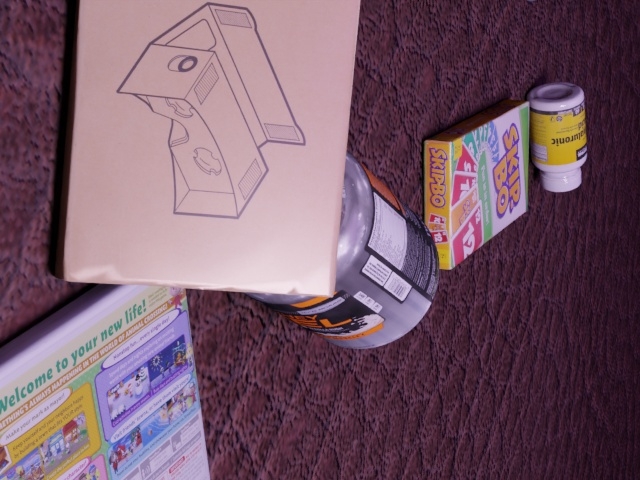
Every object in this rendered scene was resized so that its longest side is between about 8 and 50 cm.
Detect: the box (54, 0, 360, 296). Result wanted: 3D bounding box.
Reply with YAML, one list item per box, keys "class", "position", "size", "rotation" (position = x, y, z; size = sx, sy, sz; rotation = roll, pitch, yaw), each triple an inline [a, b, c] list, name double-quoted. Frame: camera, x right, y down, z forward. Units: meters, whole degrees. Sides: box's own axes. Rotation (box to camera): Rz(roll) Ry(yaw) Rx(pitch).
- class: "box"
  position: [-0.062, -0.072, 0.715]
  size: [0.164, 0.021, 0.201]
  rotation: [4, 92, -22]

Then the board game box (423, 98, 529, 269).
- class: "board game box"
  position: [0.165, -0.065, 1.278]
  size: [0.259, 0.039, 0.124]
  rotation: [-33, 125, -61]

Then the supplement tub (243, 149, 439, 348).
- class: "supplement tub"
  position: [0.000, 0.000, 0.858]
  size: [0.190, 0.117, 0.117]
  rotation: [36, 63, -60]

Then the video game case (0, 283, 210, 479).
- class: "video game case"
  position: [-0.133, 0.131, 0.721]
  size: [0.212, 0.023, 0.193]
  rotation: [-38, 129, -55]

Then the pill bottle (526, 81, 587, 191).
- class: "pill bottle"
  position: [0.273, -0.118, 1.445]
  size: [0.065, 0.065, 0.116]
  rotation: [-51, 139, -48]
